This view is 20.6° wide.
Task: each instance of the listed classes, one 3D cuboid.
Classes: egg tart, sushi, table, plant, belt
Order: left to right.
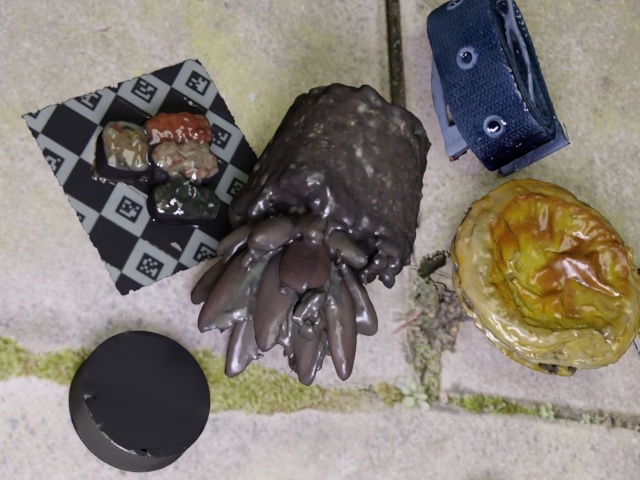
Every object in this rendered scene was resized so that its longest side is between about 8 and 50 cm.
[{"bbox_3d":[-0.175,0.155,1.711,0.133,0.043,0.133,12,60,-22],"label":"table"},{"bbox_3d":[-0.158,-0.083,1.841,0.231,0.047,0.219,-23,78,-35],"label":"sushi"},{"bbox_3d":[0.000,0.000,1.785,0.181,0.194,0.320,31,61,-22],"label":"plant"},{"bbox_3d":[0.185,-0.187,2.037,0.122,0.128,0.218,20,50,-53],"label":"belt"},{"bbox_3d":[0.244,0.048,1.950,0.241,0.106,0.241,12,58,-20],"label":"egg tart"}]

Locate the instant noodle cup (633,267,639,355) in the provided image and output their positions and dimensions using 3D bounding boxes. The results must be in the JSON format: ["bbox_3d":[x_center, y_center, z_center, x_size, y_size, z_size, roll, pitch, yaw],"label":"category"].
[{"bbox_3d":[0.495,0.074,2.021,0.230,0.182,0.230,12,62,-22],"label":"instant noodle cup"}]
